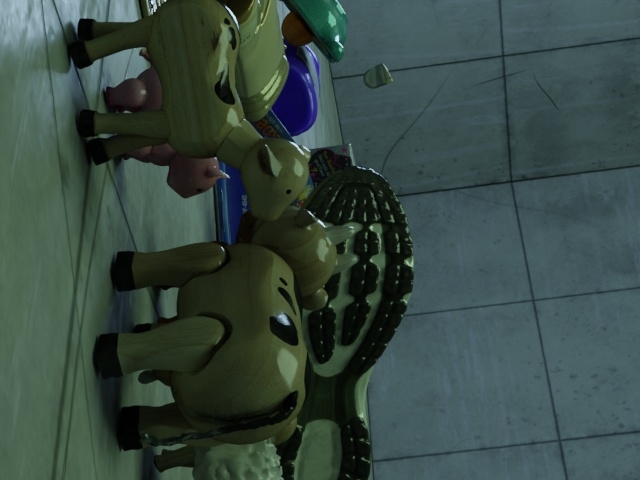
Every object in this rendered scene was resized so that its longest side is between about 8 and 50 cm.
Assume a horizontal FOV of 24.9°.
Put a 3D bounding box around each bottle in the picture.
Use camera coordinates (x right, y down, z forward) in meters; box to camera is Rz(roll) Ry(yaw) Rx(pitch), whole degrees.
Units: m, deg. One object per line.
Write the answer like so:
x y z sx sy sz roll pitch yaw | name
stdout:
-0.050 -0.236 2.123 0.283 0.092 0.118 -86 162 -71 | bottle

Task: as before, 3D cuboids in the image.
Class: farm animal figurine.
-0.061 0.014 1.039 0.330 0.172 0.327 78 7 -51 | farm animal figurine

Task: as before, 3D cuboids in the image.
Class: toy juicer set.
-0.008 -0.301 2.075 0.329 0.089 0.209 53 0 15 | toy juicer set

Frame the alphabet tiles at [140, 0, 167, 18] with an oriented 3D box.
-0.154 -0.255 1.353 0.198 0.009 0.237 -85 167 -69 | alphabet tiles

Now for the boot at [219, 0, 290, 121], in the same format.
-0.088 -0.292 1.685 0.203 0.095 0.262 75 12 -56 | boot

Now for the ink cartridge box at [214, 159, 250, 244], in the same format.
-0.067 0.011 1.719 0.333 0.065 0.165 69 15 -69 | ink cartridge box

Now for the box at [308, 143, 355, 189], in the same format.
0.000 0.000 2.071 0.247 0.142 0.163 77 7 -56 | box

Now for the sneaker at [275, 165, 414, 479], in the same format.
-0.018 0.104 1.598 0.182 0.158 0.410 -135 -126 -62 | sneaker

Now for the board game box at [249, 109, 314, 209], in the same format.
-0.057 -0.105 1.809 0.136 0.035 0.201 54 -7 23 | board game box
